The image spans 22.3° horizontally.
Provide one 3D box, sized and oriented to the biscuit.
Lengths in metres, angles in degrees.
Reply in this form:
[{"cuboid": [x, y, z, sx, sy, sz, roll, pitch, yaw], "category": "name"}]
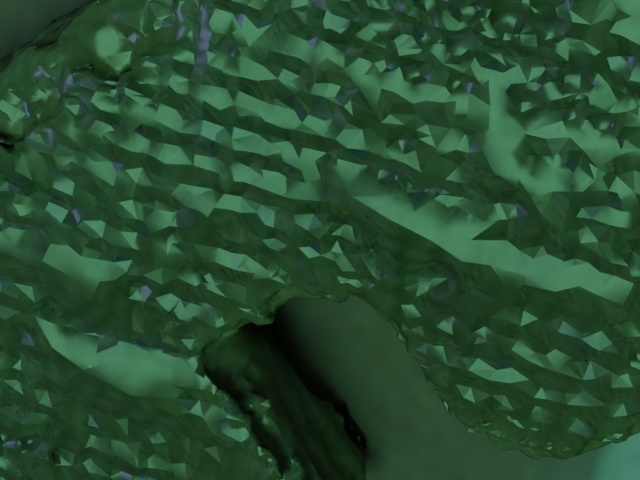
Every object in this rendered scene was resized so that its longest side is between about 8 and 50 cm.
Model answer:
[{"cuboid": [0.000, 0.000, 0.370, 0.250, 0.046, 0.147, -26, 107, 28], "category": "biscuit"}]
